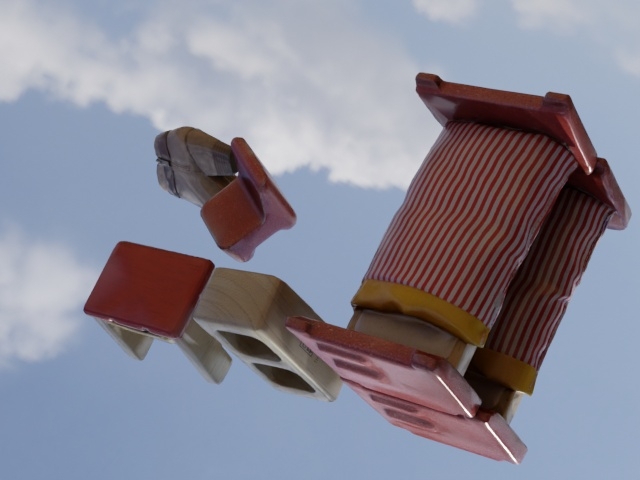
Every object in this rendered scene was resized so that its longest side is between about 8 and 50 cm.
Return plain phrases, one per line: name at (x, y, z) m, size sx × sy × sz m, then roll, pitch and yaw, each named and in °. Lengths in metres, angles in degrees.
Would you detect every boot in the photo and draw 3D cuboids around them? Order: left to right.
boot at (-0.102, -0.043, 1.281) m, size 0.087 × 0.118 × 0.042 m, roll 9°, pitch -155°, yaw 34°

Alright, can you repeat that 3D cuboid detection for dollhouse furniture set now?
dollhouse furniture set at (0.000, 0.000, 1.028) m, size 0.374 × 0.201 × 0.152 m, roll 11°, pitch 156°, yaw 37°
